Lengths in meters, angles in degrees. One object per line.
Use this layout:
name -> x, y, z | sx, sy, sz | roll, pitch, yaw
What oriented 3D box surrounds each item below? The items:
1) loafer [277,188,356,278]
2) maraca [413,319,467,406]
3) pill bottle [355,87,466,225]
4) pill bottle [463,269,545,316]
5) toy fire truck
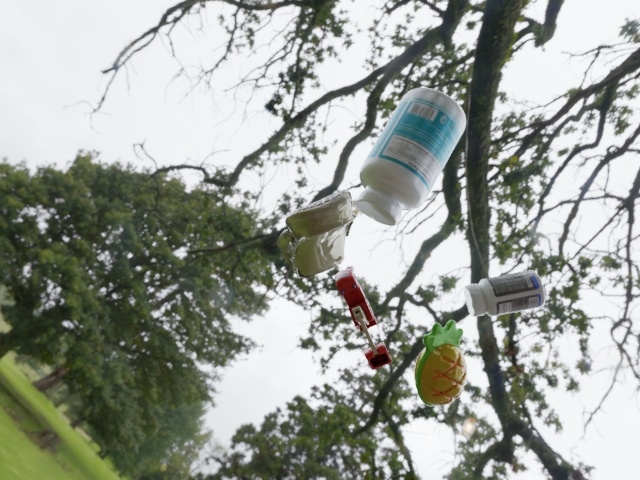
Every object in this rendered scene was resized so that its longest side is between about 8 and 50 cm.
loafer -> 0.000, 0.000, 0.672 | 0.092, 0.102, 0.268 | 63, -15, 6
maraca -> 0.251, 0.257, 0.915 | 0.099, 0.127, 0.186 | 17, -72, 58
pill bottle -> 0.174, -0.163, 0.891 | 0.146, 0.264, 0.146 | 30, -11, 7
pill bottle -> 0.368, 0.110, 0.889 | 0.078, 0.137, 0.078 | -11, 90, -86
toy fire truck -> 0.087, 0.162, 0.938 | 0.135, 0.047, 0.192 | -80, 145, -80
